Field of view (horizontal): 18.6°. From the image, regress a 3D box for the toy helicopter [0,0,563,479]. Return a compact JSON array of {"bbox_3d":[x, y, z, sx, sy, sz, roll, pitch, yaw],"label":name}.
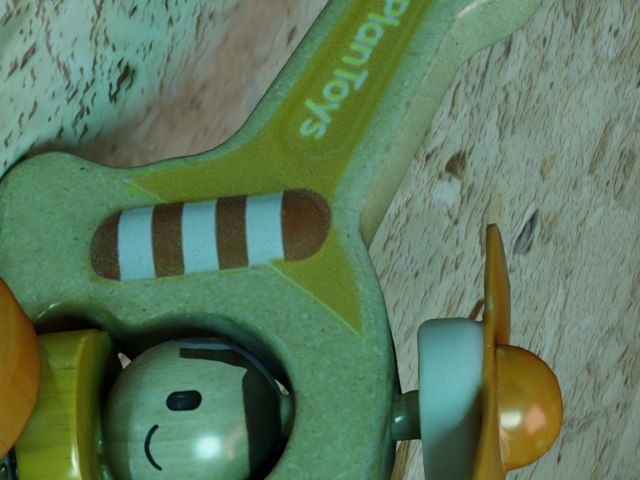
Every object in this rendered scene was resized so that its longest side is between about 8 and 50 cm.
[{"bbox_3d":[0.000,0.000,0.676,0.355,0.235,0.140,-60,152,-25],"label":"toy helicopter"}]
